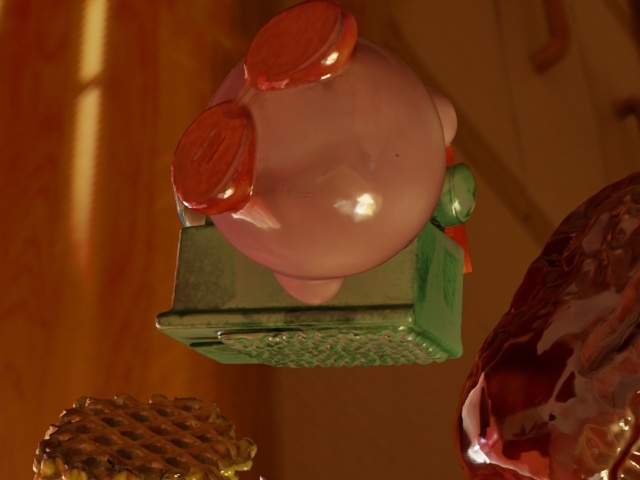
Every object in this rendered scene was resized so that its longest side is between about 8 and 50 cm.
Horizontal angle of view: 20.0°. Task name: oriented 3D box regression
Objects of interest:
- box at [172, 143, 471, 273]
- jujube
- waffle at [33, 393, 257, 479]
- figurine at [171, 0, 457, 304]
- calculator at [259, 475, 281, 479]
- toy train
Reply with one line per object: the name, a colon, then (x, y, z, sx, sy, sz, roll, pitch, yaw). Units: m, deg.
box: (0.010, -0.014, 1.793, 0.265, 0.273, 0.048, -14, 63, 3)
jujube: (0.288, 0.114, 1.667, 0.276, 0.276, 0.377, 17, 58, 46)
waffle: (-0.192, 0.235, 2.020, 0.243, 0.058, 0.238, 6, 18, -4)
figurine: (0.002, -0.053, 1.197, 0.173, 0.173, 0.173, -22, 44, 24)
calculator: (-0.049, 0.262, 1.364, 0.262, 0.021, 0.161, 166, 120, -84)
toy train: (0.000, 0.000, 1.537, 0.266, 0.145, 0.201, -3, 72, 24)
